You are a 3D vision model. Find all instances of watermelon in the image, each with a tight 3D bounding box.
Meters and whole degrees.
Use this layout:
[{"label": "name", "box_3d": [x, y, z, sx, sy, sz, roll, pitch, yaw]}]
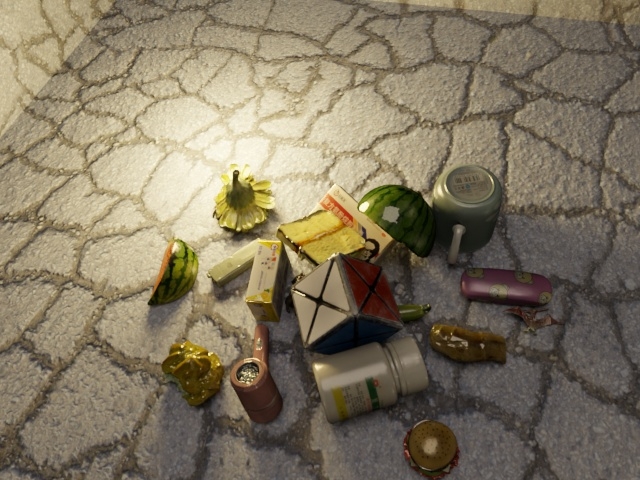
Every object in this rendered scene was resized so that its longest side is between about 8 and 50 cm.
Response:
[{"label": "watermelon", "box_3d": [-0.574, 0.102, 2.010, 0.159, 0.128, 0.303, 3, 57, 8]}, {"label": "watermelon", "box_3d": [0.312, -0.097, 1.909, 0.331, 0.331, 0.189, 40, 109, 27]}]

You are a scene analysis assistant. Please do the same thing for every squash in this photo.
[{"label": "squash", "box_3d": [0.270, 0.265, 1.854, 0.252, 0.066, 0.066, -4, 57, 4]}]

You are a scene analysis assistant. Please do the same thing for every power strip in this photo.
[{"label": "power strip", "box_3d": [-0.320, 0.085, 2.041, 0.272, 0.052, 0.078, -34, 60, -17]}]

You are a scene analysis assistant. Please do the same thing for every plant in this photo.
[{"label": "plant", "box_3d": [-0.355, -0.176, 2.140, 0.261, 0.297, 0.306, -42, 75, 14]}]

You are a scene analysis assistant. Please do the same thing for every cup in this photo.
[{"label": "cup", "box_3d": [0.529, -0.090, 1.936, 0.260, 0.274, 0.356, 13, 58, 15]}]

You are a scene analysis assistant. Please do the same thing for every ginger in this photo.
[{"label": "ginger", "box_3d": [0.499, 0.356, 1.751, 0.263, 0.116, 0.109, 10, 99, 7]}]

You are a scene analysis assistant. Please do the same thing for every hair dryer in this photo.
[{"label": "hair dryer", "box_3d": [-0.213, 0.406, 1.747, 0.125, 0.210, 0.352, -11, 42, 5]}]

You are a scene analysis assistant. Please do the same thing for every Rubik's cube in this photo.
[{"label": "Rubik's cube", "box_3d": [0.082, 0.222, 1.739, 0.260, 0.259, 0.254, -38, 49, 28]}]

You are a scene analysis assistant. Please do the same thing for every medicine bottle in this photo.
[{"label": "medicine bottle", "box_3d": [0.158, 0.441, 1.665, 0.340, 0.208, 0.208, -15, 57, -4]}]

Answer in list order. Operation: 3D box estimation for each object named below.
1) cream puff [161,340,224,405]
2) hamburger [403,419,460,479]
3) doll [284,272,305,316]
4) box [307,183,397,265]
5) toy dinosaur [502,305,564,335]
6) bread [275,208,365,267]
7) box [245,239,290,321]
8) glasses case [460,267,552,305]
[{"label": "cream puff", "box_3d": [-0.431, 0.434, 1.753, 0.221, 0.194, 0.194, 35, 66, 21]}, {"label": "hamburger", "box_3d": [0.336, 0.625, 1.571, 0.175, 0.137, 0.175, -4, 54, 6]}, {"label": "doll", "box_3d": [-0.089, 0.188, 1.919, 0.057, 0.165, 0.139, 22, 100, -14]}, {"label": "box", "box_3d": [0.111, -0.035, 2.016, 0.214, 0.069, 0.353, -49, 63, 10]}, {"label": "toy dinosaur", "box_3d": [0.749, 0.278, 1.818, 0.220, 0.032, 0.108, 14, 55, 4]}, {"label": "bread", "box_3d": [0.000, 0.000, 1.889, 0.263, 0.236, 0.198, 38, 105, 30]}, {"label": "box", "box_3d": [-0.190, 0.149, 1.921, 0.097, 0.168, 0.265, 1, 59, 10]}, {"label": "glasses case", "box_3d": [0.670, 0.167, 1.871, 0.317, 0.075, 0.123, 6, 57, 9]}]
